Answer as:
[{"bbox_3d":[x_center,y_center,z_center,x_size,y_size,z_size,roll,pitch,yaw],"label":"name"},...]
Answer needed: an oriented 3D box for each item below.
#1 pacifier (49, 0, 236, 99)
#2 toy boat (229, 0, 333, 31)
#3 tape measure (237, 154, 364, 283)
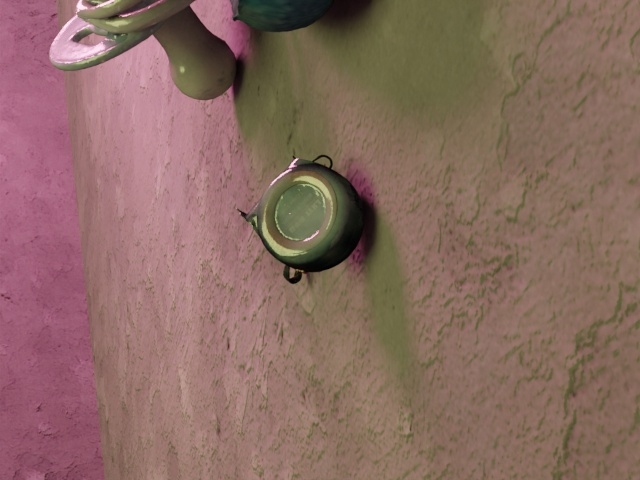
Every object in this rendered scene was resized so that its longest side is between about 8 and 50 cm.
[{"bbox_3d":[-0.176,-0.269,1.172,0.244,0.299,0.233,26,157,47],"label":"pacifier"},{"bbox_3d":[-0.028,-0.315,0.917,0.330,0.123,0.215,-109,21,-64],"label":"toy boat"},{"bbox_3d":[0.003,-0.003,0.925,0.107,0.104,0.180,47,174,27],"label":"tape measure"}]
